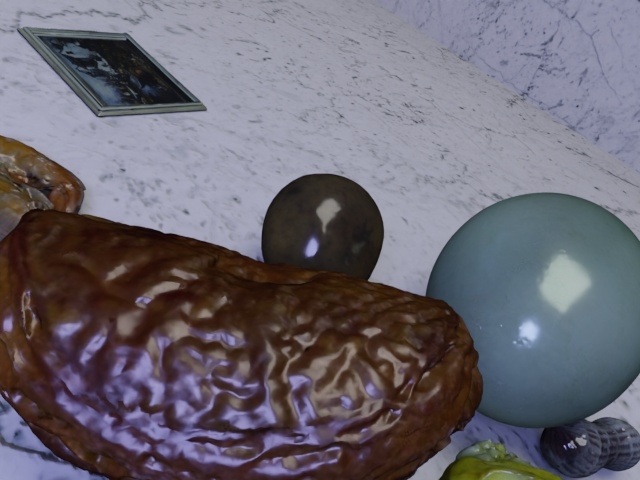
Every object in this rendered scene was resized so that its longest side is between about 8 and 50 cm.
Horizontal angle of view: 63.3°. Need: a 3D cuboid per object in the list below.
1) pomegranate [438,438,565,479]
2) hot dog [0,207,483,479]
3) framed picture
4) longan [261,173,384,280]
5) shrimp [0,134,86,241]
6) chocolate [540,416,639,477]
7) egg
[{"bbox_3d":[0.171,0.281,0.336,0.340,0.261,0.260,4,16,39],"label":"pomegranate"},{"bbox_3d":[-0.070,0.094,0.421,0.387,0.174,0.267,14,-6,1],"label":"hot dog"},{"bbox_3d":[-0.387,-0.327,0.981,0.296,0.019,0.232,43,37,21],"label":"framed picture"},{"bbox_3d":[0.000,0.000,0.693,0.167,0.167,0.187,23,44,-7],"label":"longan"},{"bbox_3d":[-0.337,-0.043,0.610,0.317,0.062,0.164,38,33,20],"label":"shrimp"},{"bbox_3d":[0.350,0.265,0.672,0.167,0.072,0.072,9,38,-29],"label":"chocolate"},{"bbox_3d":[0.285,0.079,0.686,0.276,0.276,0.389,36,37,12],"label":"egg"}]
